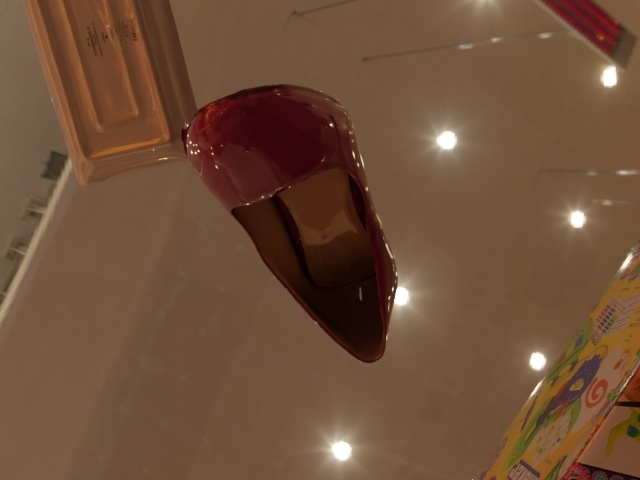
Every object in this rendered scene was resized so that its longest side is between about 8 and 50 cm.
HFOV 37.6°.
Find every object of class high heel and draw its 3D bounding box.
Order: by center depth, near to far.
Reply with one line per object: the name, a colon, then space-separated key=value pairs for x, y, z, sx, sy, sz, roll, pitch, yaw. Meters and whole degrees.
high heel: x=0.000 y=0.000 z=0.776 sx=0.127 sy=0.377 sz=0.181 roll=-21 pitch=-105 yaw=13

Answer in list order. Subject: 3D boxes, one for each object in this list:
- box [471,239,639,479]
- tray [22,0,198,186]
box: x=0.278 y=0.145 z=0.733 sx=0.177 sy=0.290 sz=0.279 roll=36 pitch=-93 yaw=6
tray: x=-0.209 y=-0.191 z=0.901 sx=0.145 sy=0.030 sz=0.270 roll=-11 pitch=-77 yaw=11
